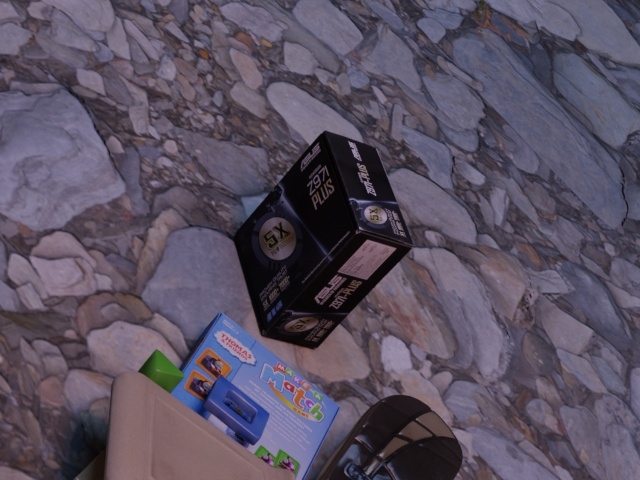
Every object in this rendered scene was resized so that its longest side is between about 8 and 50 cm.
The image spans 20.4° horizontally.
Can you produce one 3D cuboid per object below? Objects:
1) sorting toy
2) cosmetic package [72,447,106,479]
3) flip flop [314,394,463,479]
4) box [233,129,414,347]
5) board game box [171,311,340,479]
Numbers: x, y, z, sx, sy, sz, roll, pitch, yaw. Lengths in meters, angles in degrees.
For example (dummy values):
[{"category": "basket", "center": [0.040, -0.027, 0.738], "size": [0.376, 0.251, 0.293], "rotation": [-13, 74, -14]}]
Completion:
[{"category": "sorting toy", "center": [-0.108, 0.217, 1.549], "size": [0.196, 0.047, 0.347], "rotation": [34, 19, -19]}, {"category": "cosmetic package", "center": [-0.180, 0.214, 1.578], "size": [0.060, 0.041, 0.115], "rotation": [43, 32, 0]}, {"category": "flip flop", "center": [0.043, 0.250, 1.755], "size": [0.112, 0.080, 0.277], "rotation": [47, 47, -1]}, {"category": "box", "center": [0.000, 0.000, 1.897], "size": [0.077, 0.180, 0.147], "rotation": [17, 40, -35]}, {"category": "board game box", "center": [-0.078, 0.179, 1.732], "size": [0.160, 0.039, 0.211], "rotation": [39, 33, -5]}]
